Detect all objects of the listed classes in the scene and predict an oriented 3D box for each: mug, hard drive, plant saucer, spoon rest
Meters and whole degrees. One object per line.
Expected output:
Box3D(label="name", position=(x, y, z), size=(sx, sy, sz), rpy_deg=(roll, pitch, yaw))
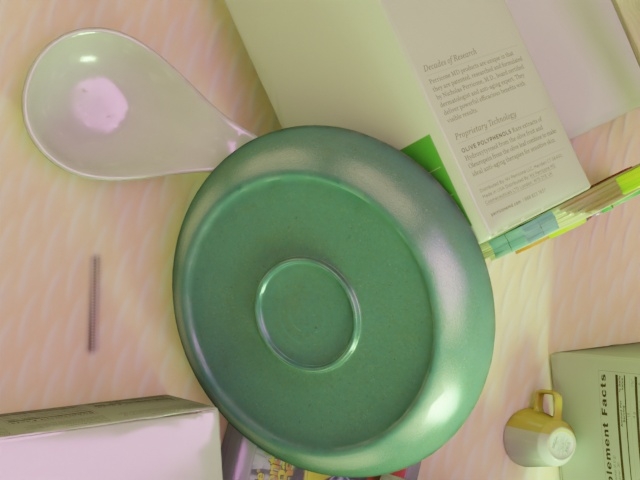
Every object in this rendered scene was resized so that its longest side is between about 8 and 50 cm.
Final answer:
Box3D(label="mug", position=(0.230, 0.201, 1.428), size=(0.062, 0.064, 0.078), rpy_deg=(-25, 99, -22))
Box3D(label="hard drive", position=(0.203, -0.190, 1.436), size=(0.307, 0.040, 0.203), rpy_deg=(-25, 99, -23))
Box3D(label="plant saucer", position=(-0.005, 0.060, 1.189), size=(0.044, 0.317, 0.317), rpy_deg=(-22, 100, -60))
Box3D(label="spoon rest", position=(-0.137, -0.101, 1.258), size=(0.276, 0.084, 0.137), rpy_deg=(20, 81, -23))

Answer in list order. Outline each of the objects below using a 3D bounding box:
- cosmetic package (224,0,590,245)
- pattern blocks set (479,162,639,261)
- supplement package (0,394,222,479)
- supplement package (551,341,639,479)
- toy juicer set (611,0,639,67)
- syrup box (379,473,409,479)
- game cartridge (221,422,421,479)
Box3D(label="cosmetic package", position=(0.062, -0.162, 1.241), size=(0.155, 0.197, 0.365), rpy_deg=(-25, 87, -39))
Box3D(label="pattern blocks set", position=(0.248, -0.031, 1.322), size=(0.325, 0.285, 0.026), rpy_deg=(-25, 87, -28))
Box3D(label="supplement package", position=(-0.225, 0.252, 1.179), size=(0.262, 0.145, 0.204), rpy_deg=(-4, 91, -24))
Box3D(label="supplement package", position=(0.389, 0.194, 1.373), size=(0.177, 0.293, 0.175), rpy_deg=(-5, 91, -24))
Box3D(label="toy juicer set", position=(0.409, -0.211, 1.499), size=(0.329, 0.089, 0.209), rpy_deg=(-18, 100, -37))
Box3D(label="syrup box", position=(0.151, 0.309, 1.339), size=(0.237, 0.096, 0.093), rpy_deg=(28, 77, -38))
Box3D(label="game cartridge", position=(-0.001, 0.223, 1.332), size=(0.196, 0.060, 0.294), rpy_deg=(16, 83, -19))
